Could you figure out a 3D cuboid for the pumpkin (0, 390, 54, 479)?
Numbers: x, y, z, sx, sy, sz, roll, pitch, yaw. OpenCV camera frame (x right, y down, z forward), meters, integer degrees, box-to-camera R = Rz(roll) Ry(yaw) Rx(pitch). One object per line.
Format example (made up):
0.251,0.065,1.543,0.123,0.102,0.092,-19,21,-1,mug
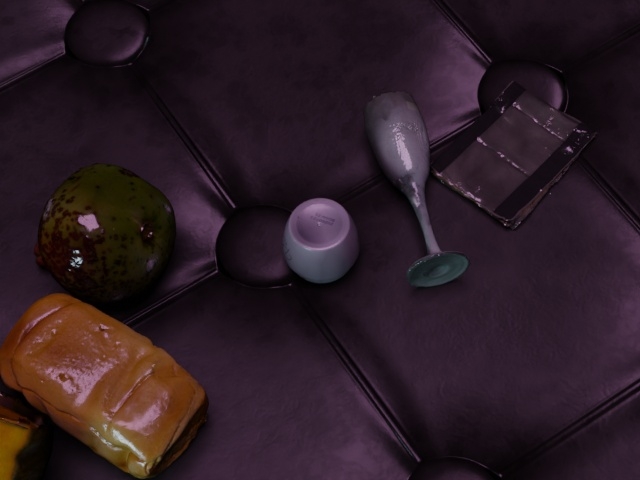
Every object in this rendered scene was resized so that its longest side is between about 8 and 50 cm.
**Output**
-0.509,0.286,1.808,0.303,0.256,0.225,24,85,40,pumpkin

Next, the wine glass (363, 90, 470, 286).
0.208,-0.122,2.048,0.264,0.096,0.310,-29,57,25,wine glass

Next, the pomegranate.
-0.341,-0.003,2.015,0.247,0.214,0.214,-12,55,34,pomegranate

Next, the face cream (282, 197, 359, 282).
0.000,0.000,2.035,0.117,0.104,0.117,-2,61,3,face cream

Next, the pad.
0.304,-0.140,2.152,0.174,0.022,0.233,35,66,20,pad

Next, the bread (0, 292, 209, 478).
-0.308,0.206,1.919,0.294,0.132,0.167,31,60,19,bread
